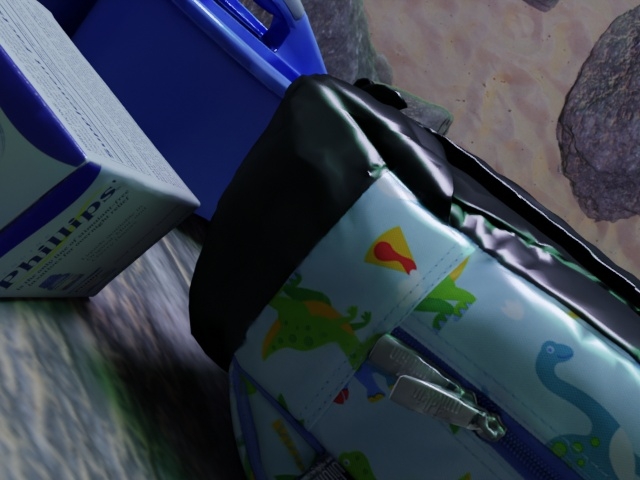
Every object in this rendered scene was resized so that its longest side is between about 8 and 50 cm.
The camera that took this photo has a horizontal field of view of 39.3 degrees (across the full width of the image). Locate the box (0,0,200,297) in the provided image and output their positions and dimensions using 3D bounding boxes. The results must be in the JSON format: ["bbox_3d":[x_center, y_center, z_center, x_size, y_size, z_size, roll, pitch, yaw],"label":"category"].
[{"bbox_3d":[-0.129,-0.046,0.365,0.126,0.072,0.137,51,4,9],"label":"box"}]

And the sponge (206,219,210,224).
[{"bbox_3d":[-0.054,0.011,0.926,0.117,0.031,0.210,50,4,12],"label":"sponge"}]

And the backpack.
[{"bbox_3d":[0.110,0.118,0.446,0.356,0.273,0.290,29,-4,15],"label":"backpack"}]

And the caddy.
[{"bbox_3d":[-0.096,-0.155,0.738,0.241,0.179,0.341,53,12,30],"label":"caddy"}]
